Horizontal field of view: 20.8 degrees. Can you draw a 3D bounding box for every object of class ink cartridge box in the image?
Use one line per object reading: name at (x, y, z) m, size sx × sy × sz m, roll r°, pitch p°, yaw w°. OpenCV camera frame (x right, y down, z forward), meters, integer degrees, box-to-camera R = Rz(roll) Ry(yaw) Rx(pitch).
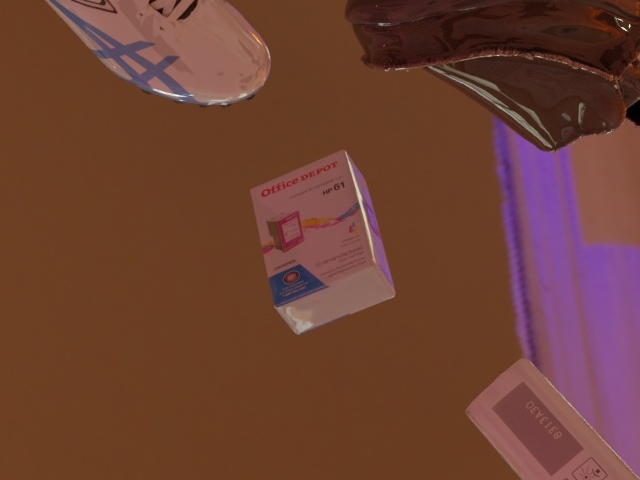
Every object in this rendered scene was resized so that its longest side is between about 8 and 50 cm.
ink cartridge box at (0.185, 0.181, 1.022) m, size 0.056 × 0.181 × 0.225 m, roll -40°, pitch -34°, yaw -2°
ink cartridge box at (0.000, 0.000, 1.384) m, size 0.088 × 0.122 × 0.052 m, roll -23°, pitch -39°, yaw 12°

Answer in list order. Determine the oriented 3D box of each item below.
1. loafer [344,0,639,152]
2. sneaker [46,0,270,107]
loafer at (0.175, -0.127, 1.259) m, size 0.366 × 0.134 × 0.130 m, roll -1°, pitch -81°, yaw -36°
sneaker at (-0.129, -0.169, 1.077) m, size 0.237 × 0.086 × 0.085 m, roll 39°, pitch -111°, yaw -3°
